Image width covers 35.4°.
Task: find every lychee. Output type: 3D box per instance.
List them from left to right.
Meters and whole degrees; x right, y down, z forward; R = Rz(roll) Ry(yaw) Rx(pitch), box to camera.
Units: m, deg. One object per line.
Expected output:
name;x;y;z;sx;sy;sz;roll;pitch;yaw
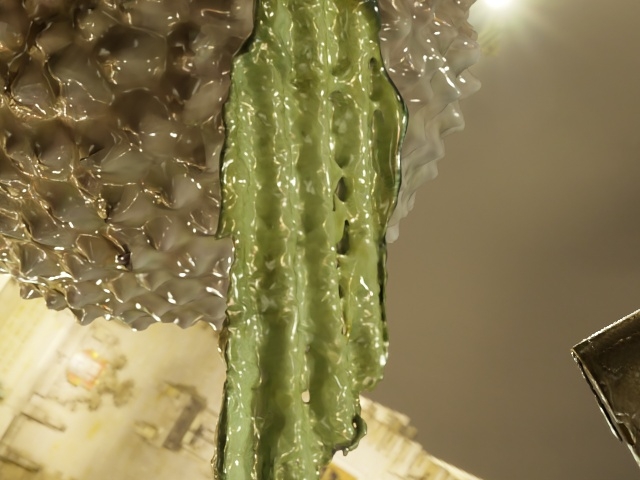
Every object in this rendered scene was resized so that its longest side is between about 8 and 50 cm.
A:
lychee;-0.084;-0.125;0.678;0.380;0.380;0.432;-63;-167;-18

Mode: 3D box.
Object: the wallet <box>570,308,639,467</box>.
wallet;0.208;0.040;0.387;0.198;0.110;0.031;-29;-174;1

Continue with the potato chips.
potato chips;0.000;0.000;0.368;0.028;0.092;0.207;-6;-99;50
